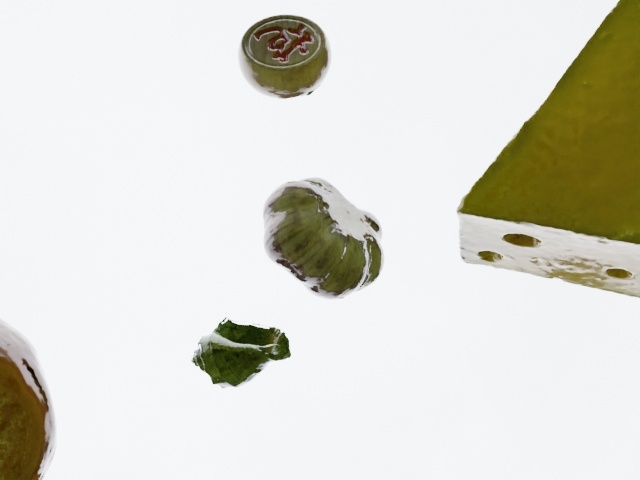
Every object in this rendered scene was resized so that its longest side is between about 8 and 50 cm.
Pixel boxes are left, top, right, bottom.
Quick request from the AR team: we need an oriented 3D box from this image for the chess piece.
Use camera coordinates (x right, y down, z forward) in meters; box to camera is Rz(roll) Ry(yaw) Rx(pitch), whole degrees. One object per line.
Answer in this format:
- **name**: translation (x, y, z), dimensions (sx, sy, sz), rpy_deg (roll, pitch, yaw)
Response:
- **chess piece**: translation (-0.032, -0.163, 0.630), dimensions (0.083, 0.084, 0.038), rpy_deg (-20, -32, -14)

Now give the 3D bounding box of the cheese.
- **cheese**: translation (0.165, -0.066, 0.428), dimensions (0.126, 0.093, 0.171), rpy_deg (13, -106, 17)

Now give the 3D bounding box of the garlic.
- **garlic**: translation (0.000, 0.000, 0.801), dimensions (0.159, 0.147, 0.102), rpy_deg (14, -47, -45)

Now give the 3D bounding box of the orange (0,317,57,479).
- **orange**: translation (-0.393, 0.178, 0.709), dimensions (0.248, 0.183, 0.249), rpy_deg (5, -99, -31)

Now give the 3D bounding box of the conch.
- **conch**: translation (-0.095, 0.126, 0.830), dimensions (0.121, 0.089, 0.074), rpy_deg (-11, -36, 6)
